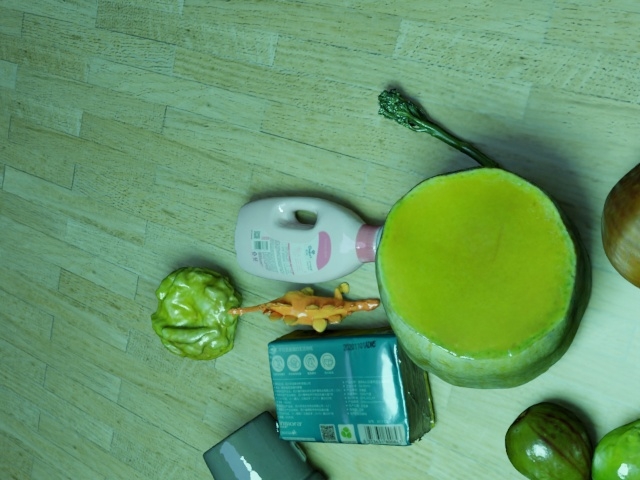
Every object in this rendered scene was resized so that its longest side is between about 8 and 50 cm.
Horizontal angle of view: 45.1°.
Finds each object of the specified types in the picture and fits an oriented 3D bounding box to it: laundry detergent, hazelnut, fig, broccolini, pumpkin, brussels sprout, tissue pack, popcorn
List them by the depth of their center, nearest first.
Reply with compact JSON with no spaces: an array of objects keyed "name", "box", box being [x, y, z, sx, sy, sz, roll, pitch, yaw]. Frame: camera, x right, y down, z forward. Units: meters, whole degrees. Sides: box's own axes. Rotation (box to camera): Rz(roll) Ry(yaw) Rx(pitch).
[{"name":"hazelnut","box":[0.479,-0.026,1.035,0.214,0.176,0.214,-20,46,23]},{"name":"brussels sprout","box":[0.464,0.328,1.102,0.155,0.117,0.155,-2,76,8]},{"name":"pumpkin","box":[0.231,0.054,1.119,0.332,0.199,0.332,-1,84,13]},{"name":"fig","box":[0.378,0.359,1.169,0.124,0.124,0.236,-35,87,30]},{"name":"broccolini","box":[0.191,-0.176,1.274,0.239,0.054,0.051,37,148,22]},{"name":"tissue pack","box":[0.052,0.249,1.345,0.271,0.134,0.192,-6,90,32]},{"name":"laundry detergent","box":[0.000,0.000,1.386,0.335,0.088,0.159,2,95,31]},{"name":"popcorn","box":[-0.234,0.146,1.515,0.197,0.155,0.197,-11,68,28]}]

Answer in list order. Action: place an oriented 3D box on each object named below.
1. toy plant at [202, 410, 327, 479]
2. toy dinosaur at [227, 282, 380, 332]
[{"name":"toy plant","box":[-0.038,0.510,1.404,0.279,0.185,0.400,-36,83,8]},{"name":"toy dinosaur","box":[-0.038,0.123,1.375,0.288,0.117,0.070,-3,98,8]}]
